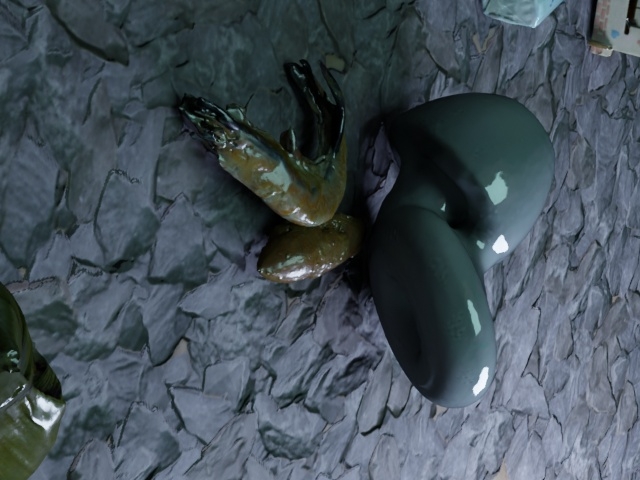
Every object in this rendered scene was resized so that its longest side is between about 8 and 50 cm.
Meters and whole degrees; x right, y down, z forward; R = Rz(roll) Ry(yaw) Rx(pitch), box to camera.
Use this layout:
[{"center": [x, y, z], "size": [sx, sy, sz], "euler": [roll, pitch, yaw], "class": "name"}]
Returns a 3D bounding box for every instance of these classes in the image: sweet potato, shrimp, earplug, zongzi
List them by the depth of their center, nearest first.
[{"center": [-0.214, 0.101, 0.872], "size": [0.125, 0.274, 0.250], "euler": [-52, 136, -22], "class": "zongzi"}, {"center": [-0.038, -0.107, 1.237], "size": [0.219, 0.046, 0.152], "euler": [32, 65, -43], "class": "shrimp"}, {"center": [0.000, 0.000, 1.318], "size": [0.206, 0.060, 0.068], "euler": [-17, 103, -59], "class": "sweet potato"}, {"center": [0.139, 0.006, 1.378], "size": [0.175, 0.214, 0.325], "euler": [12, 82, -13], "class": "earplug"}]

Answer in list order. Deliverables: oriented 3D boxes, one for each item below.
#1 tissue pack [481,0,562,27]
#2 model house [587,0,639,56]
[{"center": [0.280, -0.383, 1.558], "size": [0.263, 0.089, 0.177], "euler": [-43, 141, -39], "class": "tissue pack"}, {"center": [0.492, -0.360, 1.694], "size": [0.169, 0.244, 0.326], "euler": [-22, 126, -42], "class": "model house"}]
